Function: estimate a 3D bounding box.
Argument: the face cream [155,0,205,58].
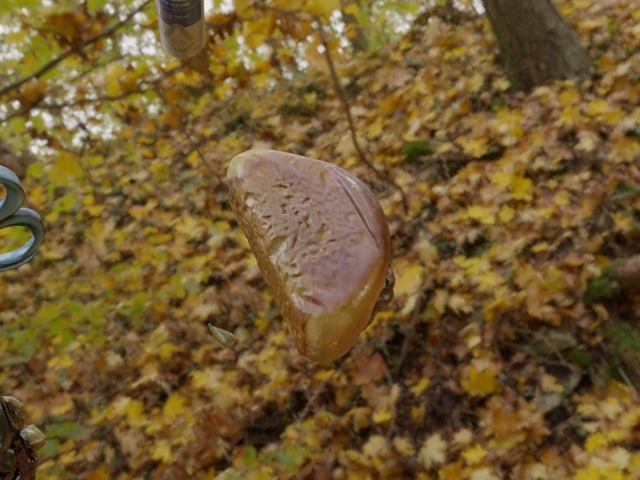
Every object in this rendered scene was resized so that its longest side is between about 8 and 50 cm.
[{"bbox_3d":[-0.094,-0.168,0.588,0.034,0.034,0.130,-33,-11,-16],"label":"face cream"}]

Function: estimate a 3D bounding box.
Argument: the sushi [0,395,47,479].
[{"bbox_3d":[-0.378,0.231,0.921,0.172,0.153,0.150,-2,-26,-37],"label":"sushi"}]

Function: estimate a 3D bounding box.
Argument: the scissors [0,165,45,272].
[{"bbox_3d":[-0.355,0.019,0.705,0.256,0.030,0.125,-23,-31,-11],"label":"scissors"}]

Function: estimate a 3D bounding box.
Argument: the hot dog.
[{"bbox_3d":[-0.001,0.001,1.539,0.223,0.405,0.185,-23,-24,-12],"label":"hot dog"}]

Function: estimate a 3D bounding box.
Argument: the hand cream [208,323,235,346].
[{"bbox_3d":[-0.138,0.136,1.234,0.022,0.035,0.102,-40,-11,-4],"label":"hand cream"}]
